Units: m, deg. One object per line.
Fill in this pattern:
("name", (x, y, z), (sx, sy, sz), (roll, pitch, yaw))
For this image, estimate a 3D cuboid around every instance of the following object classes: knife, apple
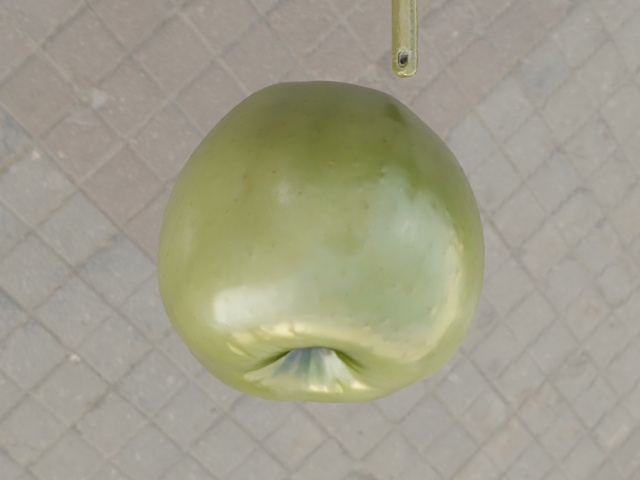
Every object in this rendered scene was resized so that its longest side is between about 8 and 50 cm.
("knife", (0.073, -0.308, 1.046), (0.017, 0.047, 0.297), (-18, 110, -60))
("apple", (0.000, 0.000, 1.500), (0.474, 0.473, 0.473), (-10, 114, -23))
